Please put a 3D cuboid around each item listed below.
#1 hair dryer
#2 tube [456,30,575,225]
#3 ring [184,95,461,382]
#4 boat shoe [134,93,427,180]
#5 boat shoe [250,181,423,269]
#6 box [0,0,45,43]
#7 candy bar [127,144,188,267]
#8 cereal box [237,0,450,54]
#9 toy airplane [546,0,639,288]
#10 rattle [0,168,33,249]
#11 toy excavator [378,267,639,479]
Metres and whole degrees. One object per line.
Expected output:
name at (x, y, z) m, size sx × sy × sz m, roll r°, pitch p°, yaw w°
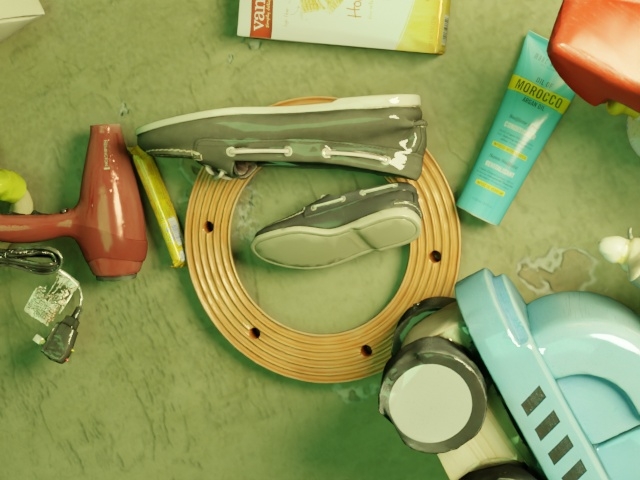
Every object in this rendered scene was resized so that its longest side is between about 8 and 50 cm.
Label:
hair dryer at (-0.316, -0.014, 1.430) m, size 0.223 × 0.080 × 0.293 m, roll 37°, pitch 85°, yaw -16°
tube at (0.217, -0.119, 1.308) m, size 0.080 × 0.052 × 0.207 m, roll 26°, pitch 97°, yaw 3°
ring at (0.000, 0.000, 1.397) m, size 0.337 × 0.032 × 0.336 m, roll 2°, pitch 97°, yaw 17°
boat shoe at (-0.048, -0.101, 1.326) m, size 0.335 × 0.112 × 0.095 m, roll -4°, pitch 90°, yaw 15°
boat shoe at (0.019, -0.019, 1.352) m, size 0.206 × 0.075 × 0.065 m, roll -12°, pitch 50°, yaw 24°
box at (-0.464, -0.337, 1.435) m, size 0.149 × 0.127 × 0.232 m, roll -23°, pitch 94°, yaw 31°
candy bar at (-0.193, -0.042, 1.448) m, size 0.018 × 0.040 × 0.161 m, roll -21°, pitch 90°, yaw 24°
cereal box at (0.029, -0.303, 1.342) m, size 0.240 × 0.047 × 0.173 m, roll 7°, pitch 98°, yaw 17°
toy airplane at (0.416, -0.115, 1.155) m, size 0.386 × 0.272 × 0.384 m, roll -28°, pitch 99°, yaw -19°
rattle at (-0.452, -0.029, 1.520) m, size 0.143 × 0.130 × 0.199 m, roll 38°, pitch 133°, yaw 21°
toy excavator at (0.337, 0.182, 1.221) m, size 0.445 × 0.222 × 0.433 m, roll -29°, pitch 95°, yaw 13°
